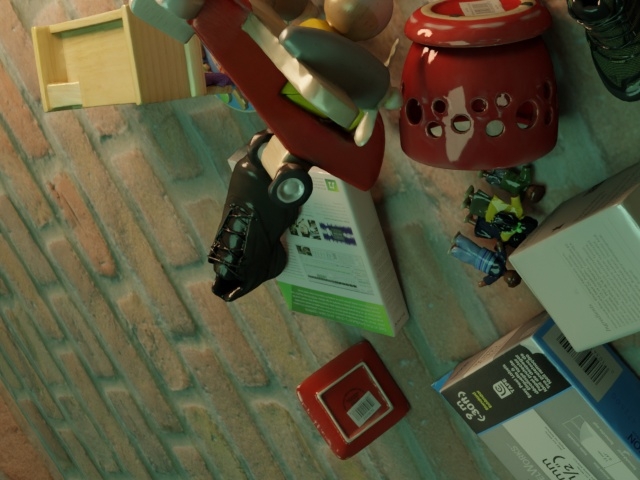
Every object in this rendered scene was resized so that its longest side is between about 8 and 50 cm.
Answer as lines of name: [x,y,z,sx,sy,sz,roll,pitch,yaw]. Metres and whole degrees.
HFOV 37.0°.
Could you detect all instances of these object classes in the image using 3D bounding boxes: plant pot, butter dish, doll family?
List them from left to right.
butter dish: [0.044,0.278,1.682,0.159,0.160,0.118,57,163,-6]
plant pot: [0.183,-0.193,1.132,0.191,0.191,0.174,13,122,38]
doll family: [0.245,-0.017,1.303,0.111,0.076,0.193,29,141,20]

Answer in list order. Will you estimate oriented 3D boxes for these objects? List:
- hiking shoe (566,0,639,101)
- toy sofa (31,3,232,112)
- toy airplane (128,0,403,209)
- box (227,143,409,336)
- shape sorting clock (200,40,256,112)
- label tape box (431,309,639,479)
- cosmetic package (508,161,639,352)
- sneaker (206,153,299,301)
hiking shoe: [0.303,-0.246,1.030,0.086,0.114,0.226,3,121,44]
toy sofa: [-0.308,-0.294,1.540,0.363,0.177,0.150,7,107,51]
toy airplane: [-0.043,-0.256,1.176,0.386,0.272,0.384,56,-176,11]
box: [0.000,0.000,1.529,0.232,0.058,0.321,11,133,38]
shape sorting clock: [-0.137,-0.295,1.478,0.206,0.040,0.206,25,134,29]
label tape box: [0.315,0.271,1.419,0.249,0.115,0.347,49,139,4]
cosmetic package: [0.362,0.014,1.145,0.151,0.151,0.184,54,140,-3]
sneaker: [-0.113,-0.007,1.473,0.109,0.130,0.286,31,142,22]
